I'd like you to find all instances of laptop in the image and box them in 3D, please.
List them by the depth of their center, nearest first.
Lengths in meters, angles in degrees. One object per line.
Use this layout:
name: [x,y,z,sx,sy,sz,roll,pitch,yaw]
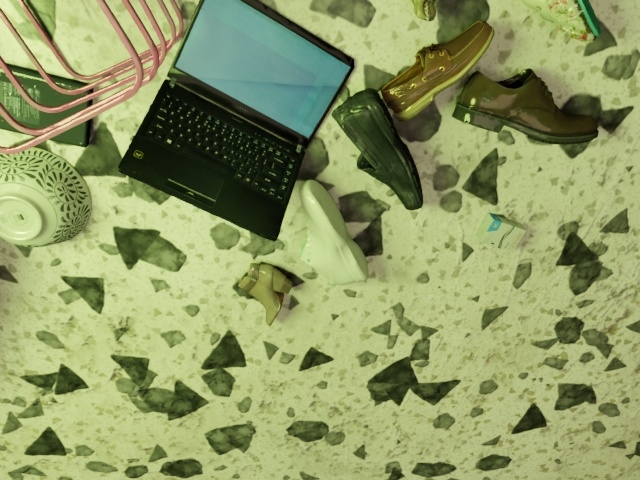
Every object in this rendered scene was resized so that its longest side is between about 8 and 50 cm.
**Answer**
laptop: [-0.106,-0.175,0.723,0.235,0.264,0.137,25,151,-17]

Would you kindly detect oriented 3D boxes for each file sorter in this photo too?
file sorter: [-0.284,-0.247,0.580,0.202,0.290,0.182,-22,122,9]

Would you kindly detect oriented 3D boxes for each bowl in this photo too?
bowl: [-0.448,-0.050,0.797,0.170,0.080,0.170,-2,119,-4]

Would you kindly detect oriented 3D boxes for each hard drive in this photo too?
hard drive: [-0.401,-0.193,0.752,0.135,0.022,0.094,12,118,-11]

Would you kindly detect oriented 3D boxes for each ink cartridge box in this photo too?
ink cartridge box: [0.322,-0.011,0.916,0.083,0.028,0.048,16,117,-14]

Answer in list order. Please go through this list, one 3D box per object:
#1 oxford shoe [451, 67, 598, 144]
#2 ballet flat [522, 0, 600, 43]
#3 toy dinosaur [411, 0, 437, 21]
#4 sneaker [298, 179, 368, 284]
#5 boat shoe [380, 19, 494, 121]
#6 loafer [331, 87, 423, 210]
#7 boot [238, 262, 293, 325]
oxford shoe: [0.320,-0.200,0.781,0.228,0.082,0.096,10,114,-12]
ballet flat: [0.296,-0.363,0.697,0.077,0.091,0.241,-16,120,39]
toy dinosaur: [0.079,-0.407,0.656,0.118,0.064,0.268,-17,118,-3]
sneaker: [0.000,0.000,0.873,0.094,0.080,0.212,-19,121,19]
boat shoe: [0.164,-0.249,0.748,0.178,0.064,0.060,-40,117,19]
loafer: [0.094,-0.128,0.803,0.078,0.076,0.223,-22,129,20]
boot: [-0.105,0.092,0.935,0.087,0.042,0.118,22,114,-10]
